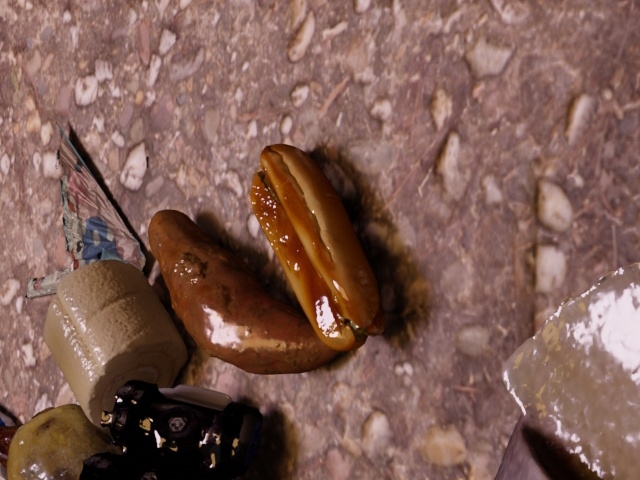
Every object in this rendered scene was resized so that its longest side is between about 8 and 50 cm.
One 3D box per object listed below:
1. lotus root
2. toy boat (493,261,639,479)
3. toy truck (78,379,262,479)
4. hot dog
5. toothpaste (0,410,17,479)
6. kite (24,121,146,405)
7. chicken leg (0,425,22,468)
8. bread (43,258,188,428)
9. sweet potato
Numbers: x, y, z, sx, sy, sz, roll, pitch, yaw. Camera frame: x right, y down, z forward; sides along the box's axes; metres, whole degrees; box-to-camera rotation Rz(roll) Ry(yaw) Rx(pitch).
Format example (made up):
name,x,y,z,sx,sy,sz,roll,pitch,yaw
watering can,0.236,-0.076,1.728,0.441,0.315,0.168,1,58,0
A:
name,x,y,z,sx,sy,sz,roll,pitch,yaw
lotus root,-0.286,0.319,1.911,0.278,0.154,0.154,58,135,32
toy boat,0.235,0.141,1.183,0.276,0.111,0.293,17,92,55
toy truck,-0.152,0.264,1.680,0.177,0.161,0.213,84,-158,-51
hot dog,0.000,0.000,1.544,0.249,0.068,0.100,62,148,38
toothpaste,-0.468,0.277,2.263,0.266,0.061,0.096,22,110,60
kite,-0.303,0.042,2.042,0.368,0.014,0.406,-12,81,56
chicken leg,-0.355,0.313,2.042,0.234,0.105,0.063,60,146,33
bread,-0.235,0.119,1.836,0.141,0.134,0.148,55,145,34
sweet potato,-0.102,0.065,1.667,0.106,0.095,0.354,-47,42,-9
